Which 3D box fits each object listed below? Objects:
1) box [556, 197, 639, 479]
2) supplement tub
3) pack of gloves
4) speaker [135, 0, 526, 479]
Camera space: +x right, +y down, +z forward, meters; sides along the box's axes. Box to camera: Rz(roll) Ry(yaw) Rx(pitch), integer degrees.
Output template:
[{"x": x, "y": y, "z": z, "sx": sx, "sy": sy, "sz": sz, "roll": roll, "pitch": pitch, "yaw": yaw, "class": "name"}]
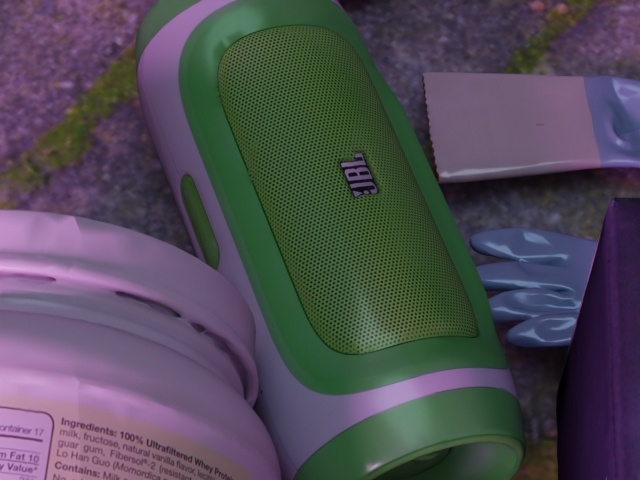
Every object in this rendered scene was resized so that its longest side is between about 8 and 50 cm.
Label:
[{"x": 0.259, "y": 0.203, "z": 0.826, "sx": 0.293, "sy": 0.212, "sz": 0.395, "roll": 2, "pitch": 60, "yaw": 1, "class": "box"}, {"x": -0.138, "y": 0.175, "z": 0.824, "sx": 0.235, "sy": 0.235, "sz": 0.325, "roll": 3, "pitch": 60, "yaw": 1, "class": "supplement tub"}, {"x": 0.178, "y": -0.013, "z": 1.056, "sx": 0.232, "sy": 0.046, "sz": 0.195, "roll": -2, "pitch": 49, "yaw": -5, "class": "pack of gloves"}, {"x": 0.000, "y": 0.000, "z": 0.988, "sx": 0.131, "sy": 0.131, "sz": 0.296, "roll": -17, "pitch": 62, "yaw": -10, "class": "speaker"}]
